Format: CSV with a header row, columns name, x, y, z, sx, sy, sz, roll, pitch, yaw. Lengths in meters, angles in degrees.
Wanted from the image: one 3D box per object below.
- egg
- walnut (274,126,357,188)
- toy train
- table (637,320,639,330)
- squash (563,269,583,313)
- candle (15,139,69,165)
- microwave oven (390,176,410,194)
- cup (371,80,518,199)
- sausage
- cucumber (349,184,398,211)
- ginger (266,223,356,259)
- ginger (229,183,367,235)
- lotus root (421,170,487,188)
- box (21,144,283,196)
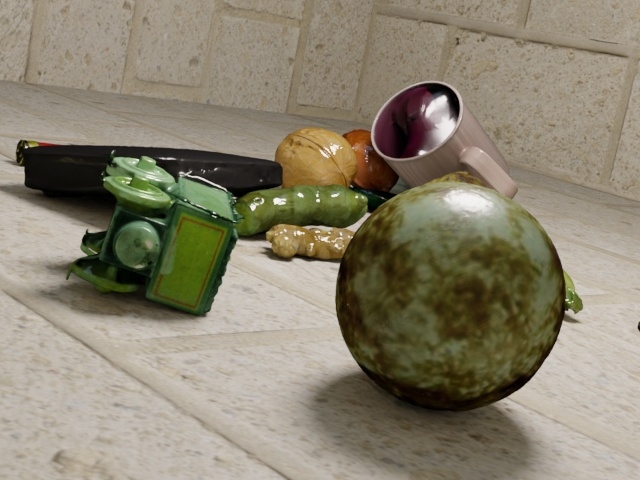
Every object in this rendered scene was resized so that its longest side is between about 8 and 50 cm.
name,x,y,z,sx,sy,sz,roll,pitch,yaw
egg,0.134,0.061,1.147,0.238,0.238,0.289,12,-10,2
walnut,-0.013,-0.161,2.307,0.165,0.165,0.197,3,19,-36
toy train,-0.206,-0.009,1.384,0.188,0.159,0.272,19,9,-12
table,0.645,0.059,1.613,0.317,0.249,0.317,11,11,-2
squash,0.285,0.024,1.793,0.118,0.118,0.370,1,17,-42
candle,-0.523,-0.165,2.107,0.130,0.052,0.052,4,13,-36
microwave oven,0.260,-0.165,2.600,0.129,0.163,0.205,9,8,-21
cup,0.289,-0.188,2.319,0.288,0.208,0.273,-2,-33,38
sausage,0.096,-0.170,2.471,0.141,0.153,0.268,31,10,-11
cucumber,0.195,-0.066,2.323,0.284,0.056,0.056,16,12,8
ginger,0.000,0.000,1.785,0.176,0.053,0.193,6,10,-1
ginger,-0.040,-0.054,1.891,0.290,0.089,0.137,-10,-21,-26
lotus root,0.249,-0.058,2.106,0.154,0.154,0.278,15,9,21
box,-0.286,-0.117,1.866,0.350,0.091,0.359,5,6,32
